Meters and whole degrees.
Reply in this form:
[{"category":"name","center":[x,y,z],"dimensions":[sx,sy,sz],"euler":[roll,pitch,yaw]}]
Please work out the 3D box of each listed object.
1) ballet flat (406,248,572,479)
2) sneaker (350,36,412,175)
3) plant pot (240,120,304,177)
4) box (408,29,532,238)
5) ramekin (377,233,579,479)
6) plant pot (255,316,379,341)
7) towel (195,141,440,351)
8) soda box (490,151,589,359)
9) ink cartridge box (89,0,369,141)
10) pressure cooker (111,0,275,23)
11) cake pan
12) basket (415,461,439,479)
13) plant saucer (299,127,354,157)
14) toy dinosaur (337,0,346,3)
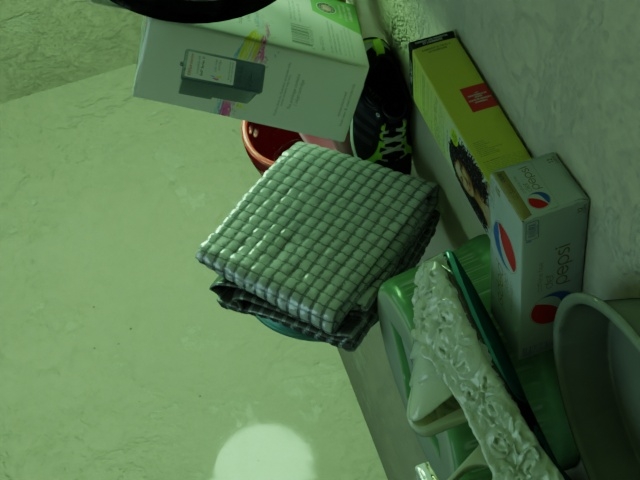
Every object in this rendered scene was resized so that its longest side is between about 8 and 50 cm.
[{"category":"ballet flat","center":[0.164,0.197,1.063],"dimensions":[0.147,0.147,0.408],"euler":[86,160,-63]},{"category":"sneaker","center":[0.085,-0.169,1.490],"dimensions":[0.097,0.084,0.234],"euler":[-125,18,-63]},{"category":"plant pot","center":[-0.050,-0.184,2.060],"dimensions":[0.174,0.191,0.191],"euler":[81,169,-66]},{"category":"box","center":[0.161,-0.116,1.141],"dimensions":[0.087,0.058,0.232],"euler":[81,169,-53]},{"category":"ramekin","center":[0.181,0.157,1.304],"dimensions":[0.303,0.148,0.303],"euler":[162,90,-83]},{"category":"plant pot","center":[0.000,0.000,1.933],"dimensions":[0.271,0.272,0.255],"euler":[-116,23,-48]},{"category":"towel","center":[0.004,0.009,1.459],"dimensions":[0.235,0.283,0.121],"euler":[22,143,22]},{"category":"soda box","center":[0.212,0.020,1.053],"dimensions":[0.216,0.069,0.074],"euler":[80,169,-47]},{"category":"ink cartridge box","center":[-0.128,-0.260,1.396],"dimensions":[0.207,0.354,0.119],"euler":[-96,22,-55]},{"category":"pressure cooker","center":[-0.140,-0.459,1.213],"dimensions":[0.370,0.375,0.420],"euler":[39,155,6]},{"category":"cake pan","center":[0.288,0.176,0.917],"dimensions":[0.293,0.054,0.293],"euler":[162,90,-83]},{"category":"basket","center":[0.238,0.454,1.795],"dimensions":[0.167,0.103,0.113],"euler":[-114,9,-45]},{"category":"plant saucer","center":[0.020,-0.191,1.703],"dimensions":[0.332,0.084,0.332],"euler":[57,175,8]},{"category":"toy dinosaur","center":[-0.018,-0.443,1.522],"dimensions":[0.127,0.200,0.295],"euler":[26,126,20]}]
